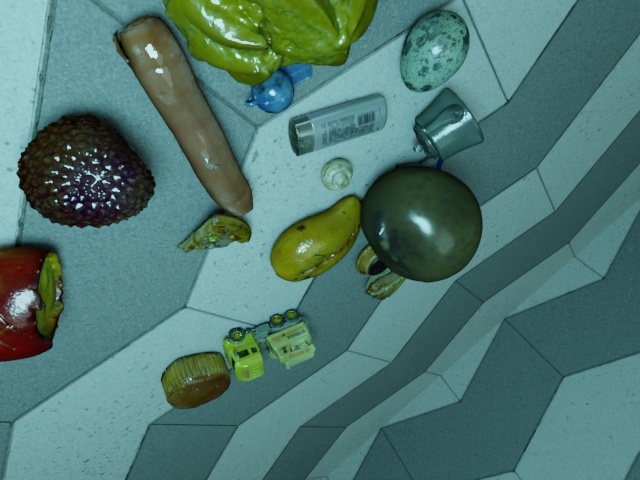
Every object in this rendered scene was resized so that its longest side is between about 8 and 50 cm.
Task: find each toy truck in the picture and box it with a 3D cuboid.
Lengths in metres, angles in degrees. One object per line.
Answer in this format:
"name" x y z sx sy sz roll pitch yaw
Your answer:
"toy truck" -0.150 0.333 1.274 0.272 0.157 0.124 -17 136 -22

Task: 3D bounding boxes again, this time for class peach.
"peach" -0.558 0.115 0.763 0.226 0.196 0.190 -39 173 6

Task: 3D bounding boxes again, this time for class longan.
"longan" 0.257 -0.045 1.068 0.319 0.319 0.319 -19 137 -19

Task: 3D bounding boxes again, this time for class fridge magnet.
"fridge magnet" 0.177 0.060 1.317 0.143 0.063 0.143 -22 138 -21

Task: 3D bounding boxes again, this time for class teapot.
"teapot" 0.301 -0.268 1.042 0.149 0.162 0.239 -36 170 13

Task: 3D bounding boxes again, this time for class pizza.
"pizza" -0.248 -0.009 0.936 0.176 0.036 0.185 -19 163 -4

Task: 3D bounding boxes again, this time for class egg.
"egg" 0.237 -0.396 0.876 0.132 0.132 0.172 -5 143 -31

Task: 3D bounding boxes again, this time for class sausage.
"sausage" -0.227 -0.196 0.769 0.094 0.094 0.419 1 142 17

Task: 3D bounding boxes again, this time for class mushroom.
"mushroom" 0.043 -0.159 1.013 0.083 0.067 0.083 -26 144 -21

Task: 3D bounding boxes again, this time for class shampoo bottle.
"shampoo bottle" 0.041 -0.259 0.925 0.227 0.056 0.086 -22 139 -16

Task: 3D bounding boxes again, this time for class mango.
"mango" 0.002 0.004 1.097 0.295 0.120 0.177 -32 140 -5

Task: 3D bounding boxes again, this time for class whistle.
"whistle" -0.075 -0.295 0.789 0.158 0.090 0.090 -30 139 -7

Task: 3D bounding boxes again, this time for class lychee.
"lychee" -0.385 -0.104 0.675 0.188 0.188 0.188 -19 137 -19

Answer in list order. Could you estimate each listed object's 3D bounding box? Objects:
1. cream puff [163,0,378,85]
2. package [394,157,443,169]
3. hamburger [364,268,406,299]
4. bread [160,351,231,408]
"cream puff" -0.088 -0.353 0.590 0.274 0.270 0.323 -43 138 15
"package" 0.271 -0.164 1.199 0.173 0.027 0.171 -12 135 -19
"hamburger" 0.226 0.146 1.425 0.176 0.087 0.102 -37 153 -12
"bread" -0.374 0.429 1.250 0.199 0.104 0.199 -19 139 -18
